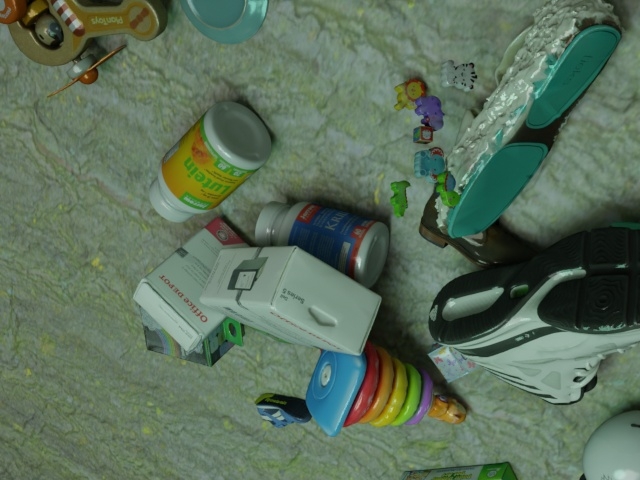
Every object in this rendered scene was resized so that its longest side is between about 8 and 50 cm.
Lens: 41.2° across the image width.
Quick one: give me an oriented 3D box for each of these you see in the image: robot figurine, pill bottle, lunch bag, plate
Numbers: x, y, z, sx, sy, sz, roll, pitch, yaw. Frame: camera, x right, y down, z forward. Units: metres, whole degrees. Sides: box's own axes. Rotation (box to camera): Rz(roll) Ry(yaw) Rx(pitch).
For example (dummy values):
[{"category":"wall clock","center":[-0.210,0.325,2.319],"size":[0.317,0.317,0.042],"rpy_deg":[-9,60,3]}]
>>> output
[{"category":"robot figurine","center":[0.552,0.407,1.385],"size":[0.209,0.173,0.278],"rpy_deg":[-38,94,5]},{"category":"pill bottle","center":[-0.212,-0.133,1.560],"size":[0.136,0.136,0.246],"rpy_deg":[51,130,-3]},{"category":"lunch bag","center":[0.247,0.205,1.529],"size":[0.083,0.053,0.071],"rpy_deg":[-31,99,30]},{"category":"pill bottle","center":[0.000,0.000,1.515],"size":[0.222,0.124,0.124],"rpy_deg":[16,123,22]},{"category":"plate","center":[-0.174,-0.424,1.446],"size":[0.188,0.024,0.188],"rpy_deg":[15,124,24]}]

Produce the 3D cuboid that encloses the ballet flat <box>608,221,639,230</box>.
[{"category":"ballet flat","center":[0.542,0.029,1.243],"size":[0.247,0.083,0.087],"rpy_deg":[39,105,7]}]

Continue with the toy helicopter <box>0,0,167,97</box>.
[{"category":"toy helicopter","center":[-0.429,-0.384,1.555],"size":[0.355,0.140,0.234],"rpy_deg":[4,120,27]}]

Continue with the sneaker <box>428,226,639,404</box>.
[{"category":"sneaker","center":[0.414,0.128,1.300],"size":[0.448,0.169,0.257],"rpy_deg":[-15,139,43]}]

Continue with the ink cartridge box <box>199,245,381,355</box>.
[{"category":"ink cartridge box","center":[-0.057,0.102,1.487],"size":[0.198,0.114,0.273],"rpy_deg":[31,163,-28]}]

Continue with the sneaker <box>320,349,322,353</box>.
[{"category":"sneaker","center":[0.021,0.200,1.658],"size":[0.128,0.087,0.221],"rpy_deg":[19,113,32]}]

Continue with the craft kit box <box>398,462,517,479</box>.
[{"category":"craft kit box","center":[0.308,0.566,1.697],"size":[0.247,0.061,0.249],"rpy_deg":[-19,106,34]}]

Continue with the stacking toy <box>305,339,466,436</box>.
[{"category":"stacking toy","center":[0.141,0.280,1.548],"size":[0.302,0.175,0.165],"rpy_deg":[19,101,-20]}]

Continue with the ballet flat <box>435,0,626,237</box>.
[{"category":"ballet flat","center":[0.285,-0.186,1.246],"size":[0.147,0.147,0.408],"rpy_deg":[37,123,8]}]

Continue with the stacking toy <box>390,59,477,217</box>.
[{"category":"stacking toy","center":[0.165,-0.149,1.270],"size":[0.167,0.052,0.221],"rpy_deg":[172,102,-68]}]

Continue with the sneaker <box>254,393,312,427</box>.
[{"category":"sneaker","center":[-0.074,0.369,1.819],"size":[0.144,0.053,0.059],"rpy_deg":[7,119,38]}]

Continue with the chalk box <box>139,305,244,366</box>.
[{"category":"chalk box","center":[-0.245,0.163,1.754],"size":[0.213,0.132,0.132],"rpy_deg":[10,120,25]}]

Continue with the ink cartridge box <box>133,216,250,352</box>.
[{"category":"ink cartridge box","center":[-0.224,0.084,1.632],"size":[0.158,0.218,0.092],"rpy_deg":[44,141,3]}]

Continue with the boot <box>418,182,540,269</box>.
[{"category":"boot","center":[0.264,-0.023,1.370],"size":[0.219,0.082,0.106],"rpy_deg":[21,128,22]}]
